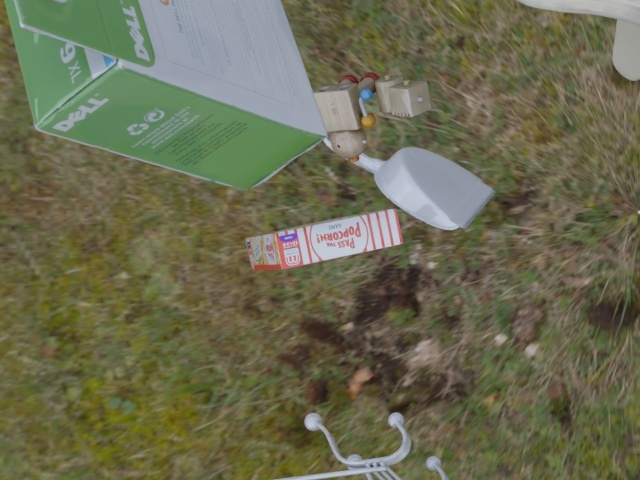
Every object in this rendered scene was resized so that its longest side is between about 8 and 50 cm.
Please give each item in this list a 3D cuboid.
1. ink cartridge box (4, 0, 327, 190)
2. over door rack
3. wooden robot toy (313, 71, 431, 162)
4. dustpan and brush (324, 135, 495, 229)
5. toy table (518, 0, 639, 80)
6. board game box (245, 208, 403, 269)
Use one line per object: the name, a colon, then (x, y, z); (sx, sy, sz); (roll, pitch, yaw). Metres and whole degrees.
ink cartridge box: (-0.094, -0.102, 0.656); (0.062, 0.209, 0.109); (-31, 64, 29)
over door rack: (0.006, 0.324, 1.664); (0.324, 0.239, 0.108); (-22, 45, 19)
wooden robot toy: (0.037, -0.117, 1.314); (0.173, 0.076, 0.079); (0, 111, 35)
dustpan and brush: (0.099, -0.082, 1.665); (0.211, 0.147, 0.060); (38, 121, 6)
toy table: (0.293, -0.196, 1.047); (0.161, 0.252, 0.274); (53, 145, 42)
board game box: (0.000, 0.000, 1.611); (0.147, 0.193, 0.045); (-12, 91, -12)
